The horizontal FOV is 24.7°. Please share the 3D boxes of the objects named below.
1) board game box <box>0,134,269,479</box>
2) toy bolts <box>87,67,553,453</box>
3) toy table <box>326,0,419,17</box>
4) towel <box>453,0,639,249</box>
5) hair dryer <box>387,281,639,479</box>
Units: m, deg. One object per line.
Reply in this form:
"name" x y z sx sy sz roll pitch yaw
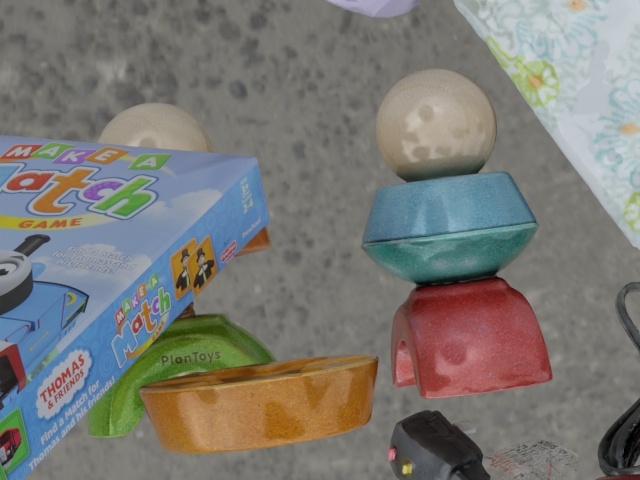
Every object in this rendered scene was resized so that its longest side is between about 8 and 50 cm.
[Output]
"board game box" -0.140 0.023 0.580 0.160 0.211 0.039 6 122 27
"toy bolts" 0.000 0.000 0.679 0.228 0.218 0.158 -7 89 -13
"toy table" 0.003 -0.276 0.813 0.252 0.274 0.161 -22 157 -48
"towel" 0.302 -0.215 1.270 0.320 0.374 0.090 -40 167 29
"hair dryer" 0.179 0.101 0.680 0.223 0.293 0.080 -30 124 -14
